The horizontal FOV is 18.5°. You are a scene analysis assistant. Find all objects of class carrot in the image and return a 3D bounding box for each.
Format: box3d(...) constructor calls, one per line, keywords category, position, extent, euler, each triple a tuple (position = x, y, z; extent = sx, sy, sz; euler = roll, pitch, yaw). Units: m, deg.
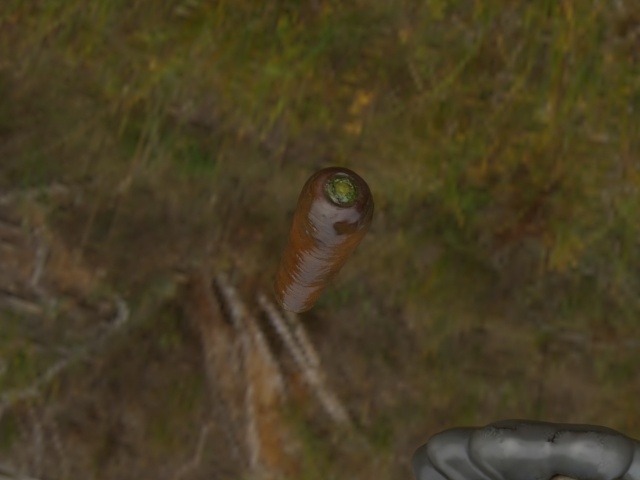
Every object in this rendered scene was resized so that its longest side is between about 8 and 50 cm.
box3d(category="carrot", position=(0.000, 0.000, 0.800), extent=(0.032, 0.032, 0.093), euler=(17, 149, -4))

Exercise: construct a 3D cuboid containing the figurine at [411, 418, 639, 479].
box3d(category="figurine", position=(0.058, 0.258, 0.734), extent=(0.166, 0.387, 0.207), euler=(24, 153, -32))
